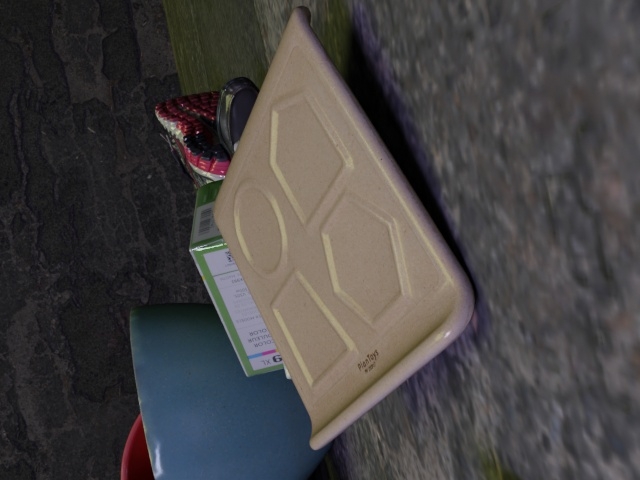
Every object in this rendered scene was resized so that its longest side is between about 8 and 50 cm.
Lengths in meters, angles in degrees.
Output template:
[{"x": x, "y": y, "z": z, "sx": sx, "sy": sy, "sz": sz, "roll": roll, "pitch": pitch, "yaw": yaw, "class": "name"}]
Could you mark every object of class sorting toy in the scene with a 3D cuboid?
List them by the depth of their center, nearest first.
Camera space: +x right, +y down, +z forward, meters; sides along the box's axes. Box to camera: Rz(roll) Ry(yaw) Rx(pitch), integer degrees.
[{"x": 0.000, "y": 0.000, "z": 0.409, "sx": 0.208, "sy": 0.038, "sz": 0.193, "roll": 65, "pitch": 147, "yaw": 23, "class": "sorting toy"}]

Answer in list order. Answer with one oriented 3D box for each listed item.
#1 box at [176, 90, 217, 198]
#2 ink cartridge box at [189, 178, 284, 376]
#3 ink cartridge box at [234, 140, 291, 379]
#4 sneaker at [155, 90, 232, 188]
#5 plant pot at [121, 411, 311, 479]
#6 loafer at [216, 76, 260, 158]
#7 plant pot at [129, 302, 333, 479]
[{"x": -0.187, "y": -0.079, "z": 1.241, "sx": 0.242, "sy": 0.076, "sz": 0.308, "roll": 100, "pitch": 155, "yaw": -62, "class": "box"}, {"x": -0.057, "y": 0.053, "z": 0.644, "sx": 0.109, "sy": 0.062, "sz": 0.209, "roll": -97, "pitch": -9, "yaw": -56, "class": "ink cartridge box"}, {"x": -0.009, "y": 0.017, "z": 0.611, "sx": 0.232, "sy": 0.066, "sz": 0.189, "roll": 22, "pitch": -127, "yaw": -78, "class": "ink cartridge box"}, {"x": -0.166, "y": -0.136, "z": 0.979, "sx": 0.299, "sy": 0.120, "sz": 0.112, "roll": -119, "pitch": 18, "yaw": -54, "class": "sneaker"}, {"x": -0.130, "y": 0.355, "z": 1.018, "sx": 0.243, "sy": 0.274, "sz": 0.275, "roll": 76, "pitch": 175, "yaw": -55, "class": "plant pot"}, {"x": -0.066, "y": -0.092, "z": 0.719, "sx": 0.061, "sy": 0.062, "sz": 0.170, "roll": 48, "pitch": 158, "yaw": 44, "class": "loafer"}, {"x": -0.095, "y": 0.200, "z": 0.795, "sx": 0.290, "sy": 0.195, "sz": 0.290, "roll": 168, "pitch": 90, "yaw": -78, "class": "plant pot"}]
